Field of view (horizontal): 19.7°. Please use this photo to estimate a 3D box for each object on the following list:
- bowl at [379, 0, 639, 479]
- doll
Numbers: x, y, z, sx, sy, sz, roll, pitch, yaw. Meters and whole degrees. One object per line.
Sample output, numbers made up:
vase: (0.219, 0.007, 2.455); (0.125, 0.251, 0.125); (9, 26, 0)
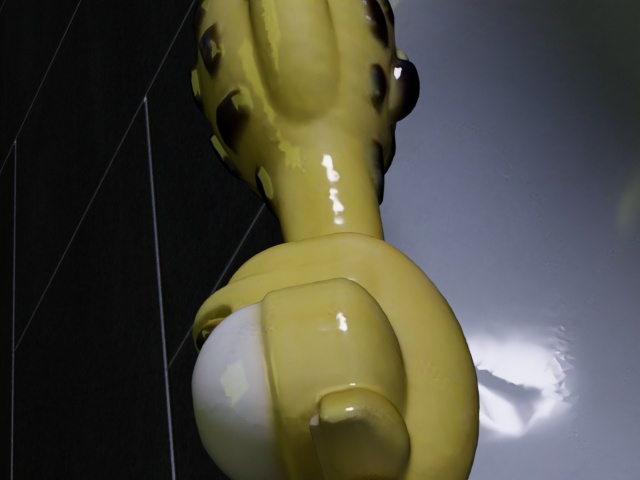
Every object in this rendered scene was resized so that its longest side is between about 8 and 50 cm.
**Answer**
bowl: (0.132, -0.008, 0.612); (0.345, 0.157, 0.345); (-48, 33, 46)
doll: (-0.001, 0.000, 0.609); (0.117, 0.086, 0.291); (70, -171, -47)
